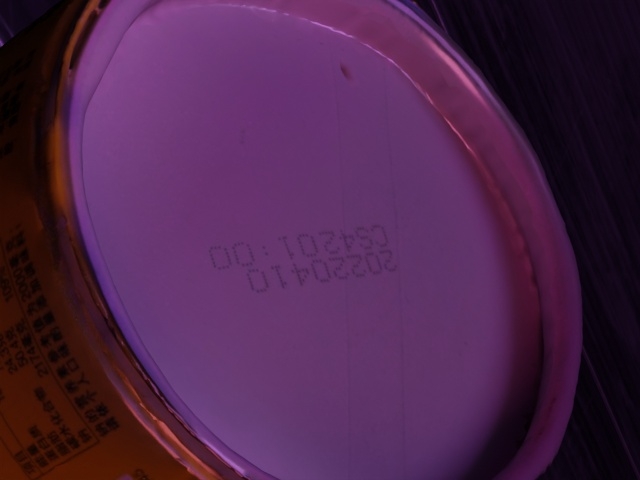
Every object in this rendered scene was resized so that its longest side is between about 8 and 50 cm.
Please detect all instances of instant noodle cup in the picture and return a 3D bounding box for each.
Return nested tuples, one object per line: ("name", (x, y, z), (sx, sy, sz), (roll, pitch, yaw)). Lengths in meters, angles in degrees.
("instant noodle cup", (-0.065, 0.037, 0.569), (0.326, 0.254, 0.325), (20, 55, -31))
